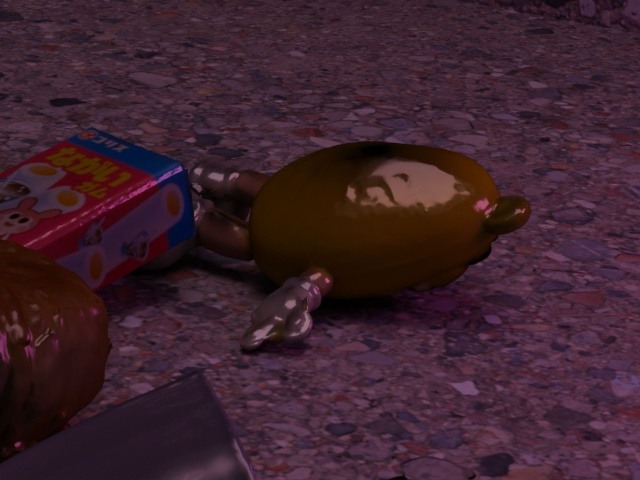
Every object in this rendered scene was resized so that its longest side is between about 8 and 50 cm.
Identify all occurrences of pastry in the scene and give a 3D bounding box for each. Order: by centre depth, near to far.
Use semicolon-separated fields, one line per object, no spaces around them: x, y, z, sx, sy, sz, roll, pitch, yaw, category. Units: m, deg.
-0.340;0.100;1.621;0.284;0.184;0.316;29;18;37;pastry

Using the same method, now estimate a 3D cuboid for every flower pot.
-0.146;0.250;1.205;0.243;0.265;0.265;-20;26;-12;flower pot

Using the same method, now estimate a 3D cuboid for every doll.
-0.017;-0.015;2.046;0.348;0.161;0.423;-32;35;-23;doll

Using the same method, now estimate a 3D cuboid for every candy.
-0.294;-0.003;1.938;0.157;0.100;0.306;21;41;39;candy

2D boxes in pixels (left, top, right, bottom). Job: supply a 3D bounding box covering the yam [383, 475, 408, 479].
0.025;0.247;1.423;0.183;0.107;0.107;-19;30;-41;yam
